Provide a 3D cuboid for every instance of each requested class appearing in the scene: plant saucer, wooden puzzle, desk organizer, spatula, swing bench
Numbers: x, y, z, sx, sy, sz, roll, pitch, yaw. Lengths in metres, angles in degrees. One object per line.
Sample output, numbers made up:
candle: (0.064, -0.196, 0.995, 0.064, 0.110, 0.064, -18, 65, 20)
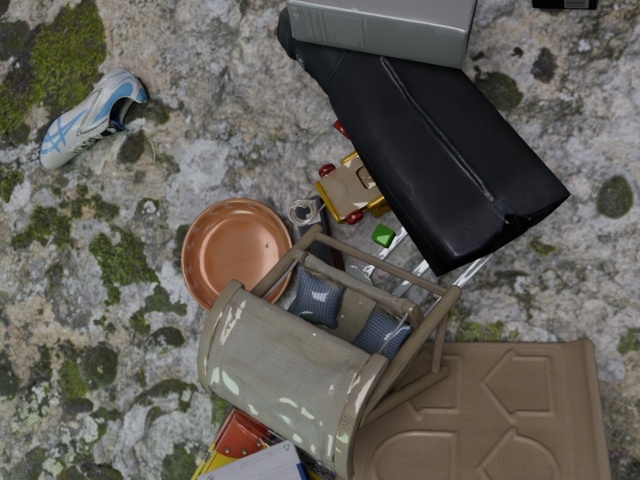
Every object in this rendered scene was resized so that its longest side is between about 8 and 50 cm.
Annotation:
plant saucer: (-0.134, 0.031, 1.283, 0.200, 0.037, 0.200, -1, 85, 17)
wooden puzzle: (0.202, 0.267, 1.055, 0.347, 0.322, 0.080, -5, 125, 17)
desk organizer: (0.000, 0.000, 1.226, 0.047, 0.050, 0.130, -18, 74, 22)
spatula: (0.134, 0.061, 1.207, 0.168, 0.019, 0.242, 44, 99, 16)
swing bench: (0.009, 0.134, 1.030, 0.253, 0.254, 0.165, 23, 128, 31)

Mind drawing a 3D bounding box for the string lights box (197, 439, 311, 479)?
string lights box: (-0.048, 0.398, 0.970, 0.133, 0.077, 0.260, -21, 67, -3)

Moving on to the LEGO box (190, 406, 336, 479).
LEGO box: (-0.073, 0.545, 1.146, 0.372, 0.193, 0.500, 32, 95, 17)

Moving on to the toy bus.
toy bus: (0.078, -0.084, 1.188, 0.202, 0.104, 0.191, 14, 81, 18)

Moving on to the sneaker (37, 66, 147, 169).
sneaker: (-0.402, -0.200, 1.361, 0.237, 0.085, 0.086, -41, 83, 14)

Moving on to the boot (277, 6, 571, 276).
boot: (0.199, -0.218, 1.087, 0.367, 0.146, 0.445, -33, 68, -2)

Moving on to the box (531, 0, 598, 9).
box: (0.337, -0.446, 1.051, 0.103, 0.261, 0.184, 7, 88, 18)

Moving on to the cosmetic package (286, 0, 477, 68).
cosmetic package: (0.087, -0.318, 1.015, 0.238, 0.107, 0.127, 15, 75, 8)
